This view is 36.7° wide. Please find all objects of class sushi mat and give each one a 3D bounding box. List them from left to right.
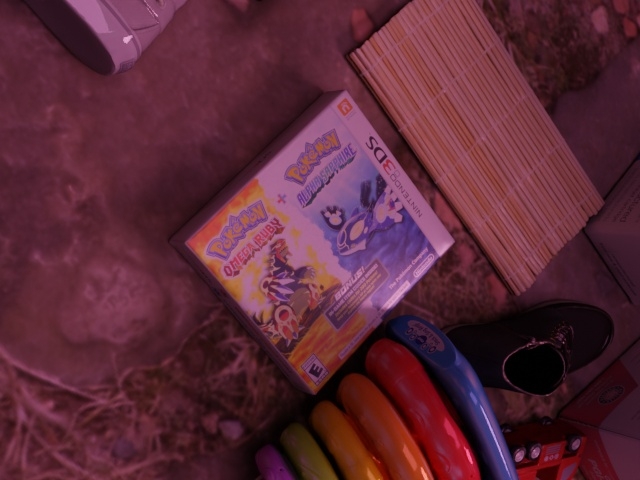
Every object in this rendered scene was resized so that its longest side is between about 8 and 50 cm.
[{"bbox_3d":[0.165,-0.104,0.960,0.151,0.019,0.316,-46,112,-19],"label":"sushi mat"}]

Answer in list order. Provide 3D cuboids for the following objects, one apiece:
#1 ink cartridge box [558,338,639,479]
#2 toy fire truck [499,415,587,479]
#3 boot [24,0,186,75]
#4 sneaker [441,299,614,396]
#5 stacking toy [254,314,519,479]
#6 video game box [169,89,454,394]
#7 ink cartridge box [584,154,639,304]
[{"bbox_3d":[0.417,0.186,0.963,0.207,0.283,0.117,-35,108,-22],"label":"ink cartridge box"},{"bbox_3d":[0.180,0.254,0.965,0.192,0.047,0.135,0,109,-38],"label":"toy fire truck"},{"bbox_3d":[-0.201,-0.257,0.722,0.123,0.095,0.258,-52,123,-22],"label":"boot"},{"bbox_3d":[0.231,0.113,0.951,0.222,0.118,0.083,-9,97,-28],"label":"sneaker"},{"bbox_3d":[0.006,0.210,0.837,0.301,0.175,0.166,-29,112,-10],"label":"stacking toy"},{"bbox_3d":[0.000,0.000,0.862,0.205,0.048,0.187,-46,110,-19],"label":"video game box"},{"bbox_3d":[0.458,-0.039,0.957,0.223,0.307,0.129,-47,113,-18],"label":"ink cartridge box"}]
